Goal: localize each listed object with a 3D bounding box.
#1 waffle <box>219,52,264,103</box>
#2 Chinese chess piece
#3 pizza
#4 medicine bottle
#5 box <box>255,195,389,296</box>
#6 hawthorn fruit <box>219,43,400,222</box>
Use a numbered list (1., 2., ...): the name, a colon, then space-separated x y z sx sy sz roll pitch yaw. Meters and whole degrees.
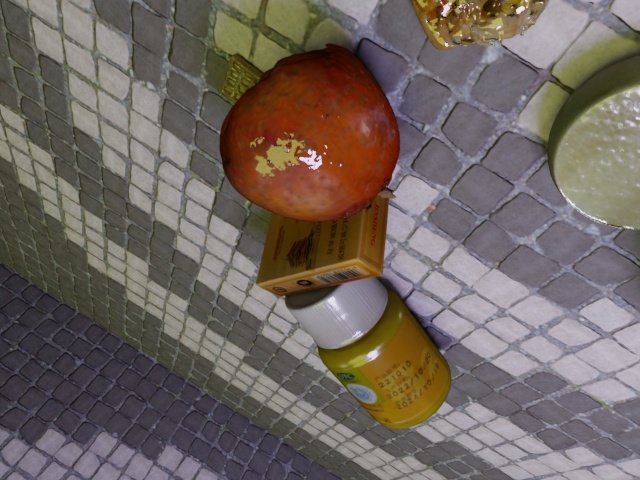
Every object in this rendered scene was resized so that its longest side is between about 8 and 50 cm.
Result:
1. waffle: -0.118 -0.265 0.811 0.135 0.021 0.092 38 137 -5
2. Chinese chess piece: 0.418 -0.118 0.566 0.237 0.092 0.238 17 135 17
3. pizza: 0.210 -0.307 0.531 0.226 0.069 0.147 8 131 26
4. medicine bottle: 0.107 0.215 0.981 0.224 0.224 0.384 -17 120 41
5. box: 0.000 0.000 0.870 0.274 0.174 0.076 -18 141 41
6. hawthorn fruit: 0.010 -0.141 0.690 0.307 0.276 0.276 33 141 -23
